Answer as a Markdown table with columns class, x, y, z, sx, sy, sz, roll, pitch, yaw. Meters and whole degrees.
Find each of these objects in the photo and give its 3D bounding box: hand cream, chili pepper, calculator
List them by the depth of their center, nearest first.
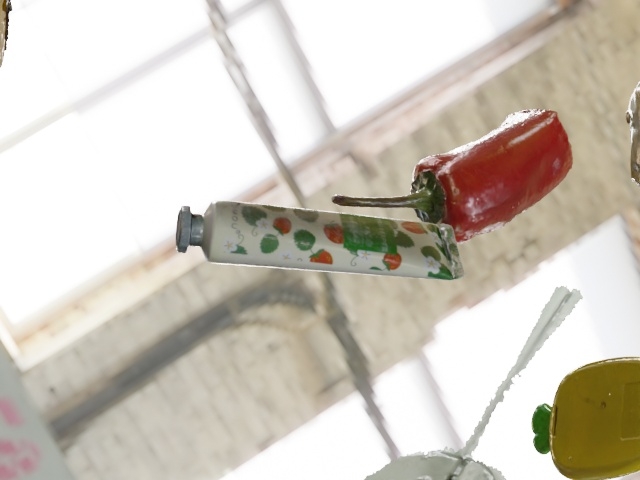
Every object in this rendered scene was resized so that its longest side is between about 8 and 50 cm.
| class | x | y | z | sx | sy | sz | roll | pitch | yaw |
| --- | --- | --- | --- | --- | --- | --- | --- | --- | --- |
| hand cream | 0.000 | 0.000 | 1.778 | 0.095 | 0.276 | 0.059 | -101 | -162 | -54 |
| calculator | 0.331 | 0.208 | 2.163 | 0.032 | 0.146 | 0.235 | 23 | -27 | -37 |
| chili pepper | 0.190 | -0.061 | 2.457 | 0.135 | 0.338 | 0.131 | -2 | -69 | 51 |

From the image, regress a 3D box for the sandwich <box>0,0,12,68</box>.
| class | x | y | z | sx | sy | sz | roll | pitch | yaw |
| --- | --- | --- | --- | --- | --- | --- | --- | --- | --- |
| sandwich | -0.259 | -0.181 | 1.297 | 0.162 | 0.058 | 0.193 | -86 | 180 | -57 |

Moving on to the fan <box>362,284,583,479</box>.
| class | x | y | z | sx | sy | sz | roll | pitch | yaw |
| --- | --- | --- | --- | --- | --- | --- | --- | --- | --- |
| fan | 0.115 | 0.214 | 1.636 | 0.233 | 0.414 | 0.012 | 15 | 22 | -36 |

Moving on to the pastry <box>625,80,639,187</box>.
| class | x | y | z | sx | sy | sz | roll | pitch | yaw |
| --- | --- | --- | --- | --- | --- | --- | --- | --- | --- |
| pastry | 0.470 | -0.126 | 1.954 | 0.285 | 0.315 | 0.184 | 18 | 12 | 8 |
